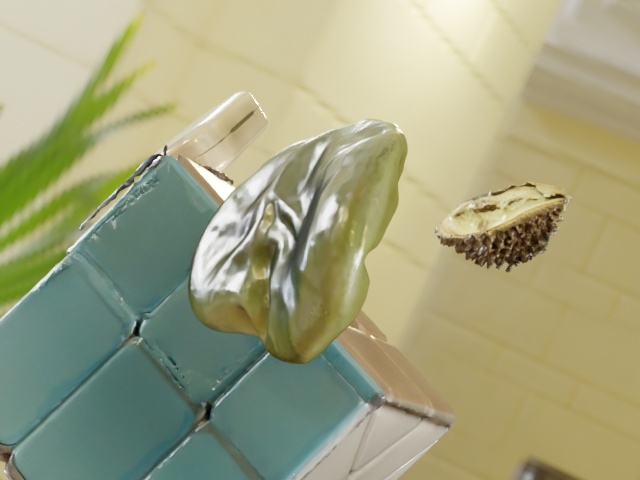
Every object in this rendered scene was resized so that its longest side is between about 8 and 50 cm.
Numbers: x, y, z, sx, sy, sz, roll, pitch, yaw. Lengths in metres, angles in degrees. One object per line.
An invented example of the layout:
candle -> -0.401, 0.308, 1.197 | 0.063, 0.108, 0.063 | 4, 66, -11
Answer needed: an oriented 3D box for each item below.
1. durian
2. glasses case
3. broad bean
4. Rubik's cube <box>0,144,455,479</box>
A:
durian -> 0.162, -0.009, 1.750 | 0.130, 0.066, 0.052 | -13, -48, 24
glasses case -> -0.106, -0.092, 1.902 | 0.050, 0.083, 0.196 | 54, 17, -6
broad bean -> -0.003, -0.001, 1.114 | 0.072, 0.153, 0.207 | 22, -19, -22
Rubik's cube -> -0.079, 0.109, 1.342 | 0.224, 0.231, 0.221 | 47, 5, 17
